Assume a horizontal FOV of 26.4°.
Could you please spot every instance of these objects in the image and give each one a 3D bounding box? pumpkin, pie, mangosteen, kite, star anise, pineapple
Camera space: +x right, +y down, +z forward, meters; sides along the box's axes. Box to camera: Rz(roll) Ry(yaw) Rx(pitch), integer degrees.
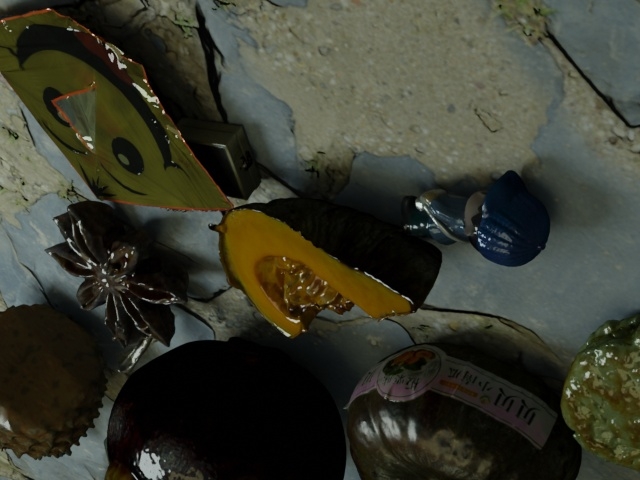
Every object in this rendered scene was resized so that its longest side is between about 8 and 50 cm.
[{"bbox_3d":[0.004,-0.003,1.396,0.163,0.111,0.278,49,151,-14],"label":"pumpkin"},{"bbox_3d":[0.361,0.154,1.311,0.248,0.090,0.201,20,132,18],"label":"pie"},{"bbox_3d":[-0.108,0.271,1.627,0.296,0.314,0.297,-8,168,-2],"label":"mangosteen"},{"bbox_3d":[0.149,0.239,1.490,0.260,0.189,0.260,22,145,16],"label":"pumpkin"},{"bbox_3d":[-0.243,-0.125,1.490,0.377,0.013,0.327,35,151,9],"label":"kite"},{"bbox_3d":[-0.243,0.050,1.667,0.230,0.081,0.262,12,134,29],"label":"star anise"},{"bbox_3d":[-0.401,0.233,1.924,0.202,0.202,0.362,30,152,5],"label":"pineapple"}]

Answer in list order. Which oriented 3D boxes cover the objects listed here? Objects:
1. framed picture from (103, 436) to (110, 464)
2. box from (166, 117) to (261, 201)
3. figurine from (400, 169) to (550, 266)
[{"bbox_3d":[-0.252,0.347,1.973,0.273,0.016,0.217,-47,55,55],"label":"framed picture"},{"bbox_3d":[-0.110,-0.086,1.441,0.083,0.035,0.079,11,139,30],"label":"box"},{"bbox_3d":[0.144,-0.019,1.290,0.149,0.087,0.086,-2,169,40],"label":"figurine"}]
